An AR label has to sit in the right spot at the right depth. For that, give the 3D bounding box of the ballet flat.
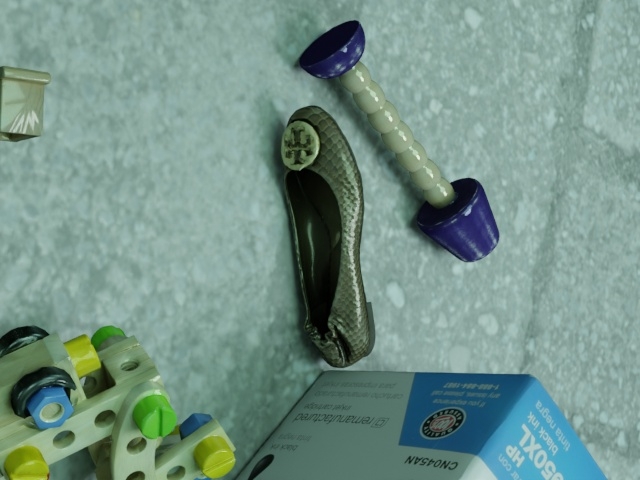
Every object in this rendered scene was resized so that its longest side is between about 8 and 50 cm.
[{"bbox_3d":[0.000,0.000,1.221,0.058,0.084,0.249,-17,104,-39],"label":"ballet flat"}]

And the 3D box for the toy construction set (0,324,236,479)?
[{"bbox_3d":[-0.227,0.187,0.998,0.328,0.151,0.215,-36,134,-26],"label":"toy construction set"}]

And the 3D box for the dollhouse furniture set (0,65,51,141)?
[{"bbox_3d":[-0.310,-0.125,0.926,0.182,0.161,0.101,4,85,-39],"label":"dollhouse furniture set"}]

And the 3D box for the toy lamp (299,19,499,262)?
[{"bbox_3d":[0.088,-0.090,1.291,0.274,0.080,0.080,51,59,-25],"label":"toy lamp"}]

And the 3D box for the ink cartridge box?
[{"bbox_3d":[0.018,0.299,1.082,0.395,0.285,0.166,-49,115,-30],"label":"ink cartridge box"}]
